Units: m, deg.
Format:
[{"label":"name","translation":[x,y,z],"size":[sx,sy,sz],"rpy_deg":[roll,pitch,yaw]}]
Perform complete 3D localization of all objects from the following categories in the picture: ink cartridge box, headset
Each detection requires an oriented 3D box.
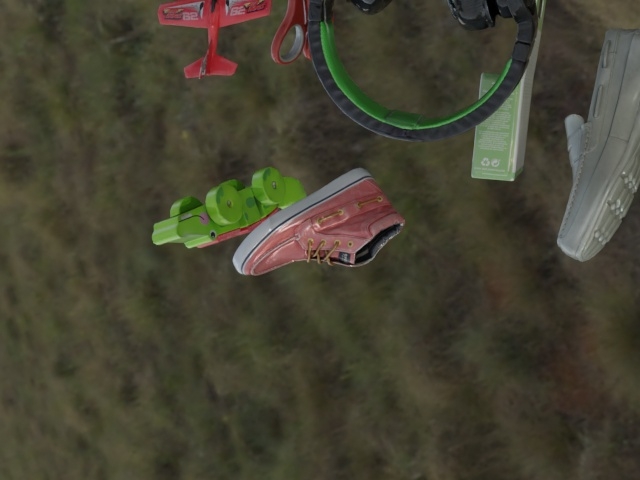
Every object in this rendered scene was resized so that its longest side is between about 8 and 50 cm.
[{"label":"ink cartridge box","translation":[0.226,-0.193,1.346],"size":[0.171,0.056,0.235],"rpy_deg":[-26,-58,-74]},{"label":"headset","translation":[0.111,-0.293,1.174],"size":[0.185,0.243,0.394],"rpy_deg":[-44,-35,-68]}]

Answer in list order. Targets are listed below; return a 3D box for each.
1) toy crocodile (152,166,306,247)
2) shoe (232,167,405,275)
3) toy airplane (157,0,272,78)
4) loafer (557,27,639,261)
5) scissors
[{"label":"toy crocodile","translation":[-0.148,-0.046,1.904],"size":[0.115,0.340,0.105],"rpy_deg":[-16,96,35]},{"label":"shoe","translation":[0.000,0.000,1.189],"size":[0.081,0.178,0.063],"rpy_deg":[51,166,24]},{"label":"toy airplane","translation":[-0.126,-0.252,1.357],"size":[0.151,0.151,0.028],"rpy_deg":[57,-178,30]},{"label":"loafer","translation":[0.373,-0.129,1.495],"size":[0.111,0.319,0.112],"rpy_deg":[19,173,28]},{"label":"scissors","translation":[-0.022,-0.366,1.549],"size":[0.021,0.109,0.297],"rpy_deg":[42,145,35]}]
